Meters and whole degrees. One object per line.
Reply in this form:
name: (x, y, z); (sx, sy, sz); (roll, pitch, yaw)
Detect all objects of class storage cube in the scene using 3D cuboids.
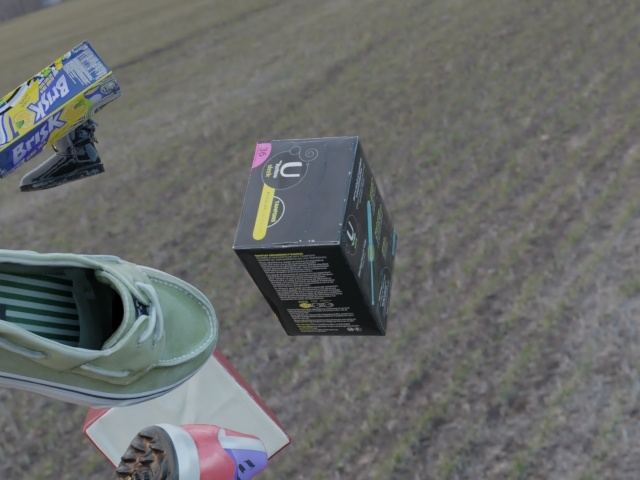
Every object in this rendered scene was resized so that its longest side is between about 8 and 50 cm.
storage cube: (-0.174, 0.233, 1.466); (0.184, 0.215, 0.193); (-41, 6, -6)

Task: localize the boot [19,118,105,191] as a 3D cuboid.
boot: (-0.344, -0.122, 1.490); (0.121, 0.099, 0.045); (-16, 1, -1)

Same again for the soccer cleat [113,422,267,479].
soccer cleat: (-0.162, 0.282, 1.069); (0.116, 0.318, 0.108); (5, 44, -38)

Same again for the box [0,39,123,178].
box: (-0.307, -0.144, 1.269); (0.169, 0.054, 0.059); (-36, -18, -9)

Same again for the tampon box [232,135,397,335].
tampon box: (0.000, 0.000, 1.063); (0.101, 0.161, 0.120); (-2, 55, 18)

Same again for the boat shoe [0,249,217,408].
boat shoe: (-0.161, 0.061, 0.798); (0.094, 0.109, 0.302); (-14, -12, 32)
